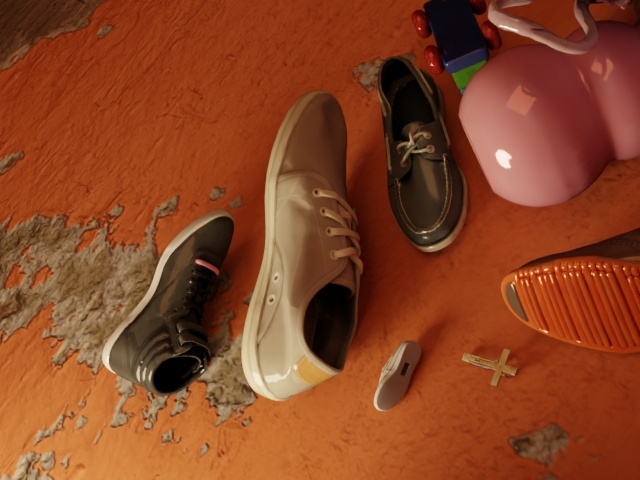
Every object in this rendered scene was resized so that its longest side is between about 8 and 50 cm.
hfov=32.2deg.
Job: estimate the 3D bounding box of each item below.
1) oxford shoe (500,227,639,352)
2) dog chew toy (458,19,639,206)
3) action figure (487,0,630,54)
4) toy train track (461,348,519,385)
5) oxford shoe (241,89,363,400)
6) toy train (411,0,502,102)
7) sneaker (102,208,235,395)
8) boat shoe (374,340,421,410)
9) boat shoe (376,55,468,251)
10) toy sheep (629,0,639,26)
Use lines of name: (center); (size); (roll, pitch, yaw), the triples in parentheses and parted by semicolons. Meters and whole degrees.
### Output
oxford shoe: (0.388, 0.039, 1.276); (0.363, 0.130, 0.133); (-5, 33, 32)
dog chew toy: (0.346, -0.178, 1.388); (0.331, 0.207, 0.207); (-24, 48, 8)
action figure: (0.363, -0.341, 1.361); (0.248, 0.370, 0.276); (27, 102, 3)
toy train track: (0.211, 0.154, 1.369); (0.083, 0.014, 0.048); (13, 75, 46)
oxford shoe: (0.000, 0.000, 1.519); (0.130, 0.169, 0.450); (-8, 63, 34)
toy train: (0.201, -0.294, 1.607); (0.105, 0.143, 0.248); (-21, 44, 11)
sneaker: (-0.187, 0.101, 1.624); (0.147, 0.104, 0.296); (32, 87, 42)
boat shoe: (0.094, 0.173, 1.426); (0.100, 0.035, 0.035); (-64, 21, -13)
boat shoe: (0.129, -0.129, 1.561); (0.116, 0.099, 0.320); (-20, 50, 22)
toy sheep: (0.458, -0.321, 1.481); (0.091, 0.091, 0.132); (-24, 44, 19)
